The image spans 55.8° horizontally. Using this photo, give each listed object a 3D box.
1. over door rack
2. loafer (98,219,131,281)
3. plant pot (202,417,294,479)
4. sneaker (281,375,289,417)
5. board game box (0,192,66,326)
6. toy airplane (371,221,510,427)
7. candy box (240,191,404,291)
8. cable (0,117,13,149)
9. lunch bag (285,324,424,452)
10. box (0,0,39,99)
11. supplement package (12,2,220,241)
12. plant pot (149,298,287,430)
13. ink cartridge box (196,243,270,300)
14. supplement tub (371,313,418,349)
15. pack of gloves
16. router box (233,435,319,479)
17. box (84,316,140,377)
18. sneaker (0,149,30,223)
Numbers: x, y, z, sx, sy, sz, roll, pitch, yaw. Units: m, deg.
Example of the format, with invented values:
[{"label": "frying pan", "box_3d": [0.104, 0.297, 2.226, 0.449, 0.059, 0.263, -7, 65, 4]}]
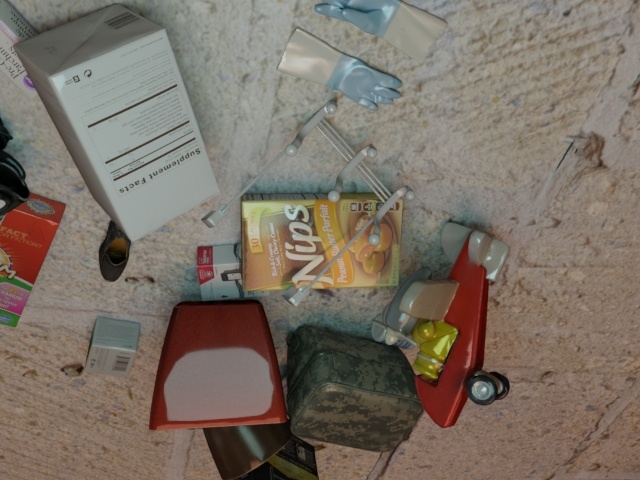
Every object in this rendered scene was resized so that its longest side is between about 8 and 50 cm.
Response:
[{"label": "over door rack", "box_3d": [-0.015, -0.056, 1.093, 0.324, 0.108, 0.239, -43, 105, 2]}, {"label": "loafer", "box_3d": [-0.418, 0.028, 1.224, 0.062, 0.061, 0.170, 9, 130, -18]}, {"label": "plant pot", "box_3d": [-0.212, 0.431, 1.502, 0.215, 0.215, 0.230, -32, 89, 18]}, {"label": "sneaker", "box_3d": [-0.041, 0.441, 1.632, 0.114, 0.152, 0.305, -33, 155, -13]}, {"label": "board game box", "box_3d": [-0.667, 0.018, 1.170, 0.242, 0.064, 0.316, 20, 125, -25]}, {"label": "toy airplane", "box_3d": [0.262, 0.147, 1.297, 0.272, 0.384, 0.386, 1, 128, 29]}, {"label": "candy box", "box_3d": [0.000, 0.000, 1.211, 0.317, 0.087, 0.182, -2, 104, -9]}, {"label": "cable", "box_3d": [-0.619, -0.181, 1.016, 0.185, 0.047, 0.150, 10, 129, -18]}, {"label": "lunch bag", "box_3d": [0.072, 0.334, 1.448, 0.305, 0.256, 0.212, 17, 122, -21]}, {"label": "box", "box_3d": [-0.513, -0.353, 0.872, 0.067, 0.063, 0.324, -26, 130, 14]}, {"label": "supplement package", "box_3d": [-0.306, -0.182, 0.946, 0.175, 0.177, 0.293, -33, 136, -22]}, {"label": "plant pot", "box_3d": [-0.219, 0.249, 1.301, 0.267, 0.267, 0.235, -1, 88, -9]}, {"label": "ink cartridge box", "box_3d": [-0.183, 0.067, 1.296, 0.151, 0.063, 0.109, -4, 131, -6]}, {"label": "supplement tub", "box_3d": [0.186, 0.227, 1.494, 0.107, 0.071, 0.071, 18, 126, -23]}, {"label": "pack of gloves", "box_3d": [0.071, -0.319, 1.014, 0.232, 0.046, 0.195, 17, 125, -23]}, {"label": "router box", "box_3d": [-0.123, 0.652, 1.700, 0.081, 0.243, 0.309, -34, 127, 19]}, {"label": "box", "box_3d": [-0.476, 0.244, 1.386, 0.102, 0.087, 0.101, 14, 127, -20]}, {"label": "sneaker", "box_3d": [-0.605, 0.005, 1.012, 0.258, 0.169, 0.447, -6, 129, -2]}]
